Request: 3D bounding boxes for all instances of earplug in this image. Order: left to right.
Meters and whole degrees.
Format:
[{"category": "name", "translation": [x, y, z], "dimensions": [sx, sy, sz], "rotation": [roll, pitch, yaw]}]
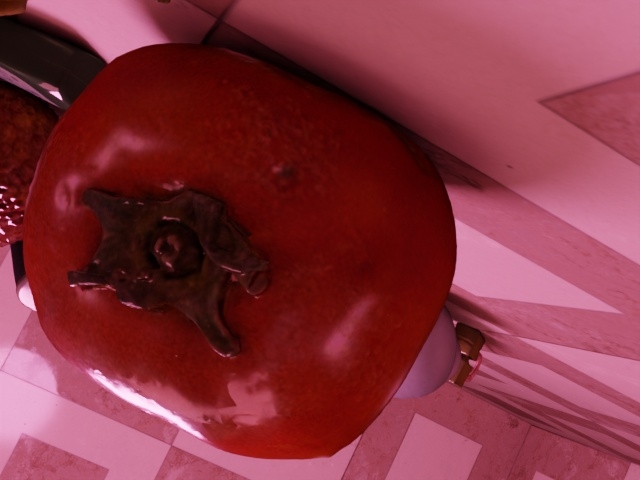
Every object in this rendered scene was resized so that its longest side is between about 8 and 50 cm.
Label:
[{"category": "earplug", "translation": [0.136, 0.153, 1.434], "dimensions": [0.214, 0.175, 0.325], "rotation": [23, -178, 8]}]

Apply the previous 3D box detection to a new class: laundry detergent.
[{"category": "laundry detergent", "translation": [-0.322, -0.194, 0.915], "dimensions": [0.211, 0.063, 0.137], "rotation": [24, 179, 16]}]

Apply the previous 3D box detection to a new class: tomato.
[{"category": "tomato", "translation": [-0.062, 0.012, 0.690], "dimensions": [0.325, 0.292, 0.290], "rotation": [19, -175, 12]}]

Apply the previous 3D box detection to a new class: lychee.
[{"category": "lychee", "translation": [-0.499, -0.120, 1.293], "dimensions": [0.261, 0.260, 0.260], "rotation": [25, 172, 4]}]

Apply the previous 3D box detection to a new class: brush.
[{"category": "brush", "translation": [0.273, 0.227, 1.655], "dimensions": [0.047, 0.103, 0.233], "rotation": [26, 174, 22]}]

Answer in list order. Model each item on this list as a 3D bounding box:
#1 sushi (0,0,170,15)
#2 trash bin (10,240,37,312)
[{"category": "sushi", "translation": [-0.189, -0.178, 0.417], "dimensions": [0.291, 0.131, 0.139], "rotation": [15, -168, 23]}, {"category": "trash bin", "translation": [-0.354, 0.012, 1.441], "dimensions": [0.291, 0.182, 0.209], "rotation": [-7, -140, -19]}]
